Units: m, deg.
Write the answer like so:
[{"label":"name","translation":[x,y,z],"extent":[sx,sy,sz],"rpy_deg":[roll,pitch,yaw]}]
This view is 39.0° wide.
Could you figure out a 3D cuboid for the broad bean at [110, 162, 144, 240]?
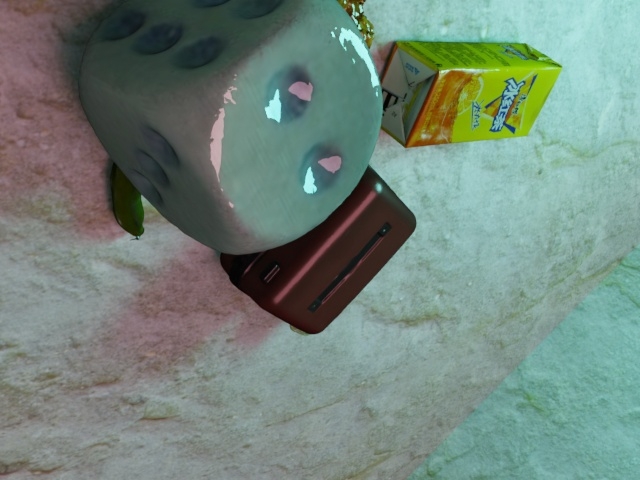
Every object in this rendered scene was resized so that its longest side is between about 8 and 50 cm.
[{"label":"broad bean","translation":[-0.258,-0.093,1.240],"extent":[0.065,0.046,0.254],"rpy_deg":[-26,144,-38]}]

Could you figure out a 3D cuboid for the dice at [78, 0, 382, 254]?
[{"label":"dice","translation":[-0.105,-0.165,1.085],"extent":[0.264,0.268,0.262],"rpy_deg":[-44,138,-20]}]

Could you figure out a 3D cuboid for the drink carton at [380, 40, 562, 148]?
[{"label":"drink carton","translation":[0.257,-0.258,1.565],"extent":[0.351,0.111,0.154],"rpy_deg":[-10,133,-42]}]

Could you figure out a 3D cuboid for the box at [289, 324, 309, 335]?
[{"label":"box","translation":[0.006,0.097,1.680],"extent":[0.177,0.111,0.111],"rpy_deg":[-49,147,6]}]

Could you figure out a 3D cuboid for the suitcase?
[{"label":"suitcase","translation":[0.000,0.000,1.518],"extent":[0.297,0.161,0.236],"rpy_deg":[-49,148,3]}]

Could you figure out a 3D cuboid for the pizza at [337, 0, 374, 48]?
[{"label":"pizza","translation":[0.018,-0.308,1.276],"extent":[0.161,0.085,0.305],"rpy_deg":[-36,147,-16]}]
